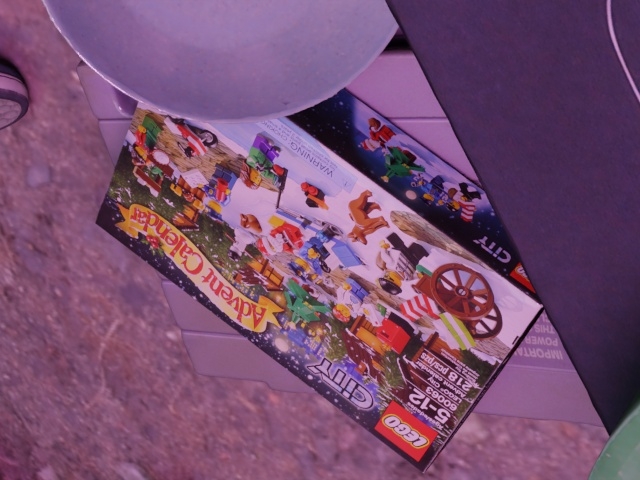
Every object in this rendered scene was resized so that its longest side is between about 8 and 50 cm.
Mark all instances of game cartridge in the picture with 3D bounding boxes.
[{"bbox_3d":[0.046,-0.011,0.942,0.355,0.068,0.230,3,128,36],"label":"game cartridge"}]

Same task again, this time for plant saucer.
[{"bbox_3d":[-0.046,-0.154,0.835,0.195,0.195,0.037,55,172,-12],"label":"plant saucer"}]

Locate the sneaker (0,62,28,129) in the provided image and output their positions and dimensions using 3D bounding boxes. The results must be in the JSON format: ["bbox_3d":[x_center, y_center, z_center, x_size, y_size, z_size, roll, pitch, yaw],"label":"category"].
[{"bbox_3d":[-0.292,-0.149,1.073,0.226,0.163,0.086,4,157,-16],"label":"sneaker"}]

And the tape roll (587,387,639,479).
[{"bbox_3d":[0.244,0.134,0.575,0.321,0.077,0.321,21,134,23],"label":"tape roll"}]

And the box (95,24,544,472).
[{"bbox_3d":[0.000,0.000,0.911,0.233,0.044,0.159,36,137,9],"label":"box"}]

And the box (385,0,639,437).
[{"bbox_3d":[0.235,-0.057,0.641,0.293,0.212,0.395,-10,117,42],"label":"box"}]
